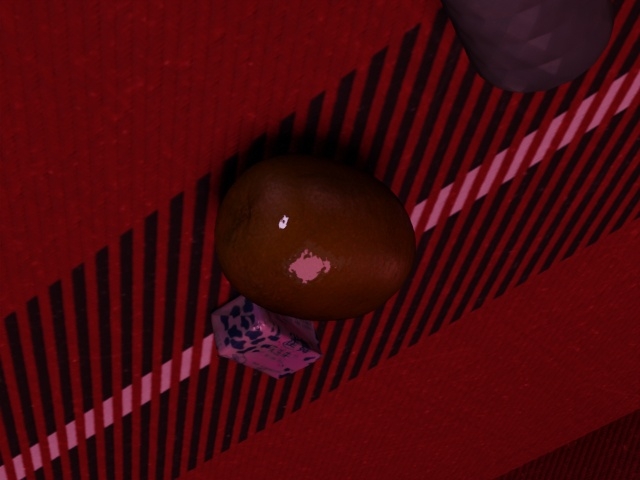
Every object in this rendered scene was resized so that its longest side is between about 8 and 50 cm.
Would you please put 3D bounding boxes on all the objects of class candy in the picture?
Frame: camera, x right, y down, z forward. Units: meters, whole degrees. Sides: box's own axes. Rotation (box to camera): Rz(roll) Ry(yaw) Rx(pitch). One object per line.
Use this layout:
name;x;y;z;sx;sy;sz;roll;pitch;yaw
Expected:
candy;-0.078;0.137;1.291;0.092;0.073;0.160;-30;144;20

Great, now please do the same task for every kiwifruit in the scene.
kiwifruit;0.000;0.000;1.036;0.234;0.196;0.196;11;137;-41

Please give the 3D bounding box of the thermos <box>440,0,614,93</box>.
thermos;0.168;-0.274;0.783;0.182;0.145;0.286;-52;142;-8
